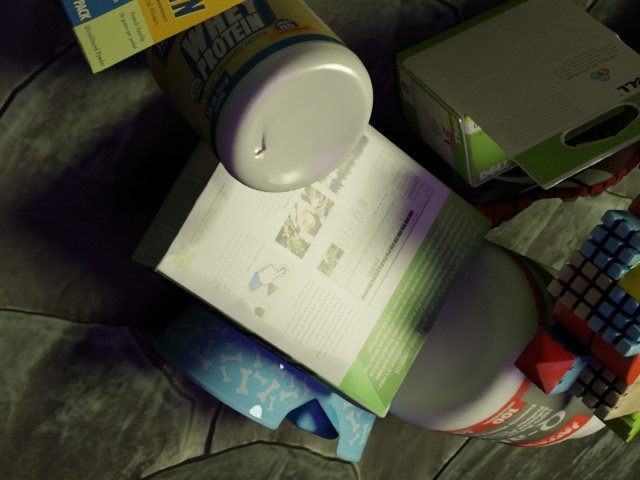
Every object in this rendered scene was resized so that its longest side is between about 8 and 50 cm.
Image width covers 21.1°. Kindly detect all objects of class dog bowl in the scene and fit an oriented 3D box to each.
[{"bbox_3d":[-0.045,0.140,1.800,0.297,0.166,0.074,31,93,-49],"label":"dog bowl"}]

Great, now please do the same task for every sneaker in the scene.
[{"bbox_3d":[0.243,-0.104,1.831,0.276,0.098,0.135,-18,139,-22],"label":"sneaker"}]

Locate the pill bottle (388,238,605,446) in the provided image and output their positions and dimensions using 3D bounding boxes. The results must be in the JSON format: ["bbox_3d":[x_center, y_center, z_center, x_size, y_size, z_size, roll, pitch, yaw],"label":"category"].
[{"bbox_3d":[0.209,0.122,1.917,0.210,0.210,0.363,-50,150,13],"label":"pill bottle"}]

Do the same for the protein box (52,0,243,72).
[{"bbox_3d":[-0.125,-0.261,1.213,0.199,0.201,0.136,-27,137,-7],"label":"protein box"}]

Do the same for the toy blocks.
[{"bbox_3d":[0.324,0.036,1.664,0.261,0.191,0.381,-3,130,-58],"label":"toy blocks"}]

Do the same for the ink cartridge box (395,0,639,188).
[{"bbox_3d":[0.218,-0.123,1.664,0.188,0.255,0.097,-27,135,-15],"label":"ink cartridge box"}]

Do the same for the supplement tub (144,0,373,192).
[{"bbox_3d":[-0.062,-0.150,1.465,0.144,0.200,0.144,-22,138,-21],"label":"supplement tub"}]

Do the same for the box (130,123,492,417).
[{"bbox_3d":[0.000,0.000,1.654,0.322,0.058,0.232,36,80,-34],"label":"box"}]
